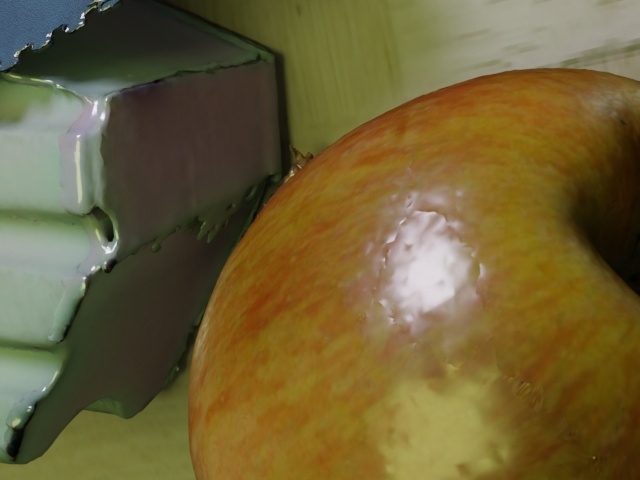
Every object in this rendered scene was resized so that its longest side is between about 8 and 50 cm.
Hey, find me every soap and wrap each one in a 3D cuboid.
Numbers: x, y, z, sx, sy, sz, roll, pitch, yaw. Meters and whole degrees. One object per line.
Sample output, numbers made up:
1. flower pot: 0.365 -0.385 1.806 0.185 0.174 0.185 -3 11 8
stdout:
1. soap: -0.229 -0.021 1.056 0.446 0.156 0.261 3 100 41

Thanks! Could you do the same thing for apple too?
1. apple: 0.085 0.055 0.733 0.264 0.264 0.264 11 107 39

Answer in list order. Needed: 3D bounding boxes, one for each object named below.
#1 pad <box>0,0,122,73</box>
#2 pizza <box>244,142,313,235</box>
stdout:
1. pad: -0.141 -0.215 0.917 0.269 0.012 0.269 -25 60 21
2. pizza: 0.004 0.015 0.952 0.099 0.029 0.100 39 126 18
